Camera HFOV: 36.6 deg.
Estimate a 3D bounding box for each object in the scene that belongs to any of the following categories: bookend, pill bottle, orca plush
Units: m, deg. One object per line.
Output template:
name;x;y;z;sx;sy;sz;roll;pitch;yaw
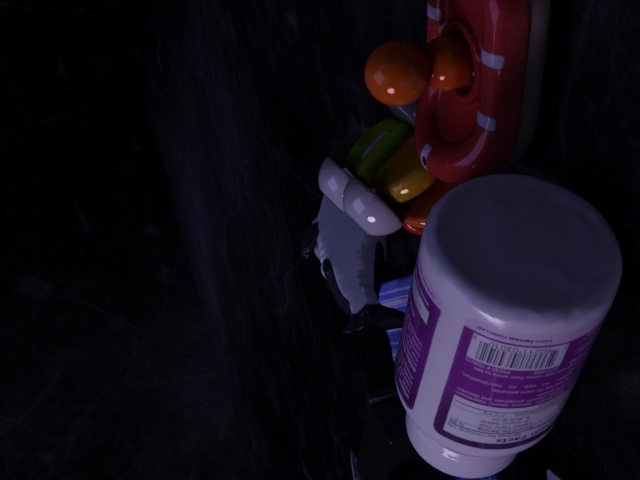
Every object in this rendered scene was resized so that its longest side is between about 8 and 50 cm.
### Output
bookend;0.116;0.297;1.272;0.156;0.072;0.157;-124;29;-47
pill bottle;0.159;0.096;0.905;0.301;0.169;0.169;96;156;-49
orca plush;0.071;0.026;1.311;0.102;0.151;0.287;44;-168;-39

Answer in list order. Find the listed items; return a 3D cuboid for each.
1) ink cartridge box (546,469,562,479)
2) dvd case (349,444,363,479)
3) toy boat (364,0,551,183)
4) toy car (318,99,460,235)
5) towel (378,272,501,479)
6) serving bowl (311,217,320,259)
ink cartridge box;0.252;0.315;0.960;0.181;0.062;0.104;-146;45;-68
dvd case;0.107;0.503;1.692;0.179;0.030;0.238;-142;41;-66
toy boat;0.112;-0.159;0.889;0.151;0.151;0.231;-123;25;-51
toy car;0.099;-0.070;1.080;0.136;0.159;0.182;43;-179;-28
towel;0.150;0.208;1.274;0.243;0.040;0.335;152;104;-73
serving bowl;0.000;0.000;1.650;0.083;0.027;0.083;168;90;-75
